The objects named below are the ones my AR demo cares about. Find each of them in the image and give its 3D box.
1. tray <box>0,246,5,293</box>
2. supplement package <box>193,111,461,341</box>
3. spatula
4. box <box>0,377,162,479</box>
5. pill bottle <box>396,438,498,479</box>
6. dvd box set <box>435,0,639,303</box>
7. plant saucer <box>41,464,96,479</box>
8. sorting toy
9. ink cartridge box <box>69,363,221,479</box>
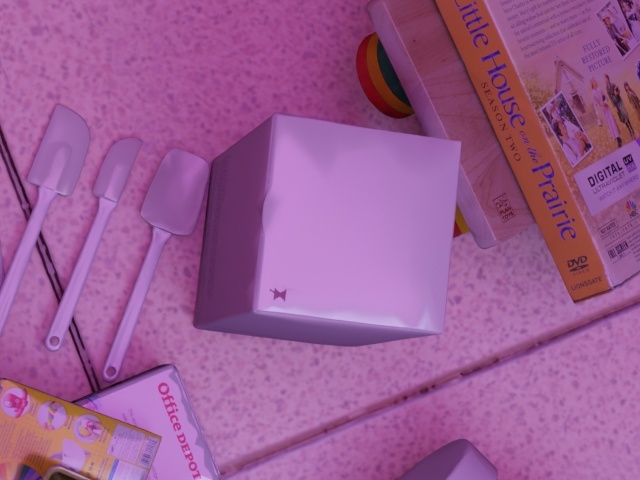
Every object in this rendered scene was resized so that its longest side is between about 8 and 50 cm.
[{"bbox_3d":[-0.386,-0.073,1.799,0.145,0.030,0.270,-7,86,-13],"label":"tray"},{"bbox_3d":[0.000,0.000,1.750,0.175,0.293,0.177,8,83,-13],"label":"supplement package"},{"bbox_3d":[-0.217,0.006,1.831,0.168,0.019,0.242,22,75,-12],"label":"spatula"},{"bbox_3d":[-0.246,0.194,1.717,0.179,0.043,0.105,23,81,-18],"label":"box"},{"bbox_3d":[0.194,0.380,1.804,0.210,0.210,0.363,-43,95,-14],"label":"pill bottle"},{"bbox_3d":[0.258,-0.182,1.867,0.307,0.062,0.420,-29,95,-47],"label":"dvd box set"},{"bbox_3d":[-0.203,0.303,1.696,0.188,0.045,0.188,26,100,-21],"label":"plant saucer"},{"bbox_3d":[0.156,-0.140,1.859,0.257,0.089,0.255,-29,94,-47],"label":"sorting toy"},{"bbox_3d":[-0.199,0.207,1.793,0.175,0.072,0.127,-22,91,-15],"label":"ink cartridge box"}]
